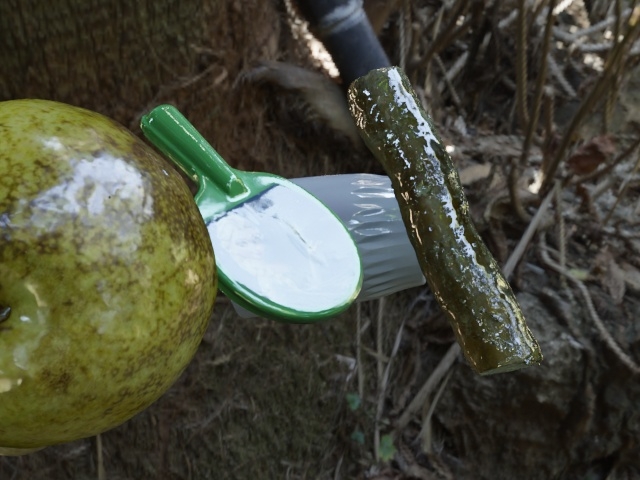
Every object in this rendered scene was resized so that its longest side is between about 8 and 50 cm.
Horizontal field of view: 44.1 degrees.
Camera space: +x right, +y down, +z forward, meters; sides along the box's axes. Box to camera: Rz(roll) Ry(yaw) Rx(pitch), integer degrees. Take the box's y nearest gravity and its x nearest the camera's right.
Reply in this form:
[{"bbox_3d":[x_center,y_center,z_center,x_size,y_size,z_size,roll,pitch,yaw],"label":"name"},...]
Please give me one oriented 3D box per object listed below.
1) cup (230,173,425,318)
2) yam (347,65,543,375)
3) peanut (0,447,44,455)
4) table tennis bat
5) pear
[{"bbox_3d":[0.000,0.000,1.465,0.371,0.253,0.253,-8,39,9],"label":"cup"},{"bbox_3d":[0.090,-0.014,0.599,0.061,0.061,0.253,-14,72,-29],"label":"yam"},{"bbox_3d":[-0.412,0.224,1.169,0.137,0.253,0.122,34,13,-14],"label":"peanut"},{"bbox_3d":[-0.067,-0.029,0.700,0.257,0.039,0.160,45,41,14],"label":"table tennis bat"},{"bbox_3d":[-0.163,0.022,0.454,0.197,0.197,0.197,7,39,-6],"label":"pear"}]
